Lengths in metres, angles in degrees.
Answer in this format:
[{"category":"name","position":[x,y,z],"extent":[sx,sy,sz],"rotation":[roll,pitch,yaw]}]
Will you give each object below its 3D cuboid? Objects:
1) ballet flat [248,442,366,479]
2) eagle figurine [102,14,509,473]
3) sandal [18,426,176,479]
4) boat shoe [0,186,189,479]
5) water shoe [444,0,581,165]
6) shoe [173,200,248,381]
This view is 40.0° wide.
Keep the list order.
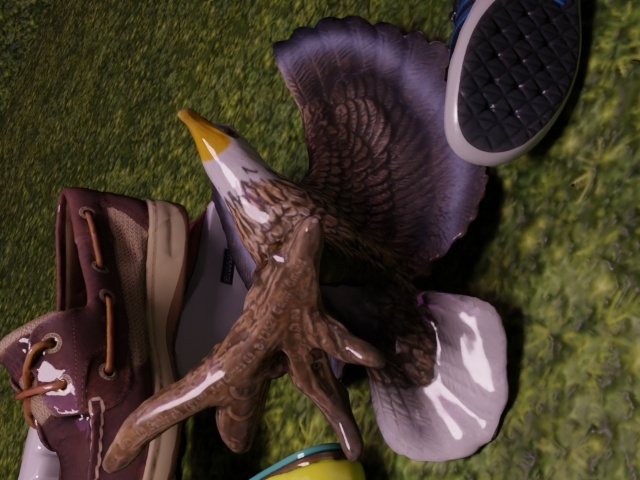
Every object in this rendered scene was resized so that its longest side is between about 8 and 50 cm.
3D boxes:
[{"category":"ballet flat","position":[-0.053,0.200,0.574],"extent":[0.231,0.077,0.077],"rotation":[-34,61,39]},{"category":"eagle figurine","position":[-0.004,-0.010,0.562],"extent":[0.226,0.225,0.298],"rotation":[-7,20,12]},{"category":"sandal","position":[-0.209,0.282,0.675],"extent":[0.102,0.169,0.416],"rotation":[-24,39,45]},{"category":"boat shoe","position":[-0.174,0.097,0.638],"extent":[0.123,0.123,0.342],"rotation":[-45,35,44]},{"category":"water shoe","position":[0.116,-0.131,0.542],"extent":[0.080,0.073,0.203],"rotation":[141,148,-72]},{"category":"shoe","position":[-0.101,0.050,0.749],"extent":[0.081,0.063,0.178],"rotation":[-30,44,51]}]
